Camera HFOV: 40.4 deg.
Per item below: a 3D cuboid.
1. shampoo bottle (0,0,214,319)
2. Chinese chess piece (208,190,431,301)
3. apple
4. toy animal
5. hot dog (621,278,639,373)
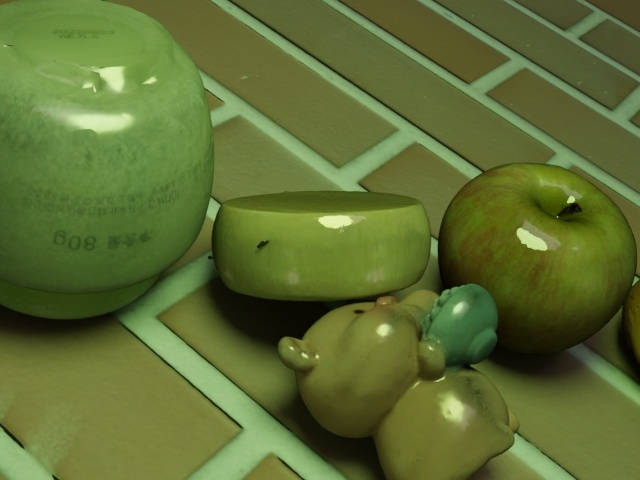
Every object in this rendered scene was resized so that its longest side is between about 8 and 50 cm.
[{"bbox_3d":[-0.278,-0.093,0.972,0.323,0.317,0.322,12,44,-12],"label":"shampoo bottle"},{"bbox_3d":[0.000,0.000,1.064,0.274,0.102,0.273,0,9,0],"label":"Chinese chess piece"},{"bbox_3d":[0.272,0.029,1.143,0.257,0.233,0.256,12,45,-12],"label":"apple"},{"bbox_3d":[0.098,0.169,0.965,0.210,0.230,0.221,-9,87,-67],"label":"toy animal"},{"bbox_3d":[0.512,0.131,1.240,0.194,0.107,0.326,44,35,10],"label":"hot dog"}]
